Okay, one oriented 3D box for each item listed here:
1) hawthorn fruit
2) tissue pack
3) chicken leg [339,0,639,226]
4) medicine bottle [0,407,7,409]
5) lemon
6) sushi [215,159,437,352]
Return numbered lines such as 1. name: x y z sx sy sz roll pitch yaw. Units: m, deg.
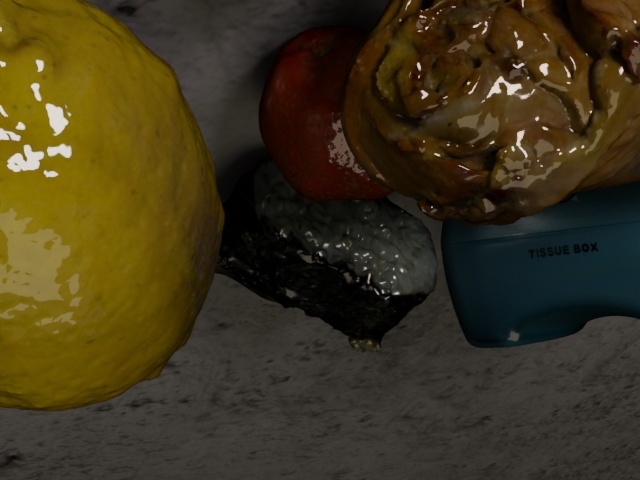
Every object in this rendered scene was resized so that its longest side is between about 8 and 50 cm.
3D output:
1. hawthorn fruit: 0.014 -0.104 1.004 0.132 0.133 0.138 -14 137 -7
2. tissue pack: 0.263 -0.012 1.190 0.287 0.206 0.198 -6 178 35
3. chicken leg: 0.230 -0.119 0.901 0.409 0.182 0.295 12 131 -27
4. medicine bottle: -0.322 0.064 1.097 0.147 0.147 0.247 -22 153 9
5. lemon: -0.205 -0.031 0.864 0.285 0.285 0.316 -30 130 24
6. sushi: 0.000 0.000 1.188 0.212 0.147 0.115 22 142 -27
